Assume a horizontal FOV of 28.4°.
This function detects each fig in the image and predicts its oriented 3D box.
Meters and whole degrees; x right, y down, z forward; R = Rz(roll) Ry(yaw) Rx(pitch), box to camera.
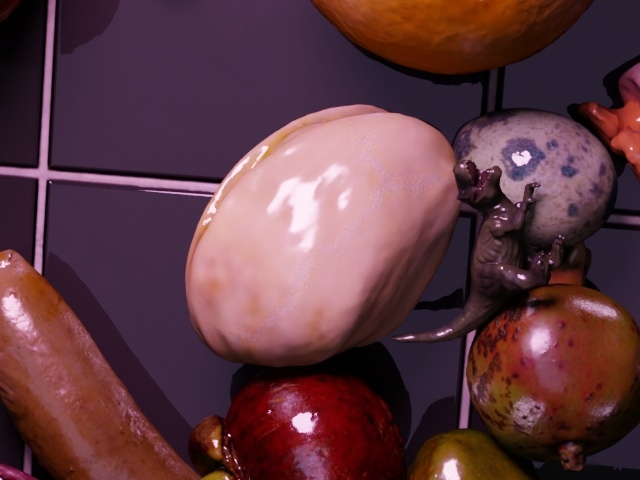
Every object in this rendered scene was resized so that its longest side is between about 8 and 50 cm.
[{"bbox_3d":[0.170,0.308,1.376,0.167,0.167,0.233,-40,129,7],"label":"fig"}]

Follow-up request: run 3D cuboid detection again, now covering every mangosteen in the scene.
[{"bbox_3d":[-0.039,0.242,1.313,0.257,0.215,0.215,-24,93,-10],"label":"mangosteen"}]

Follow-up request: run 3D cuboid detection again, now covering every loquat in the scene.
[{"bbox_3d":[0.130,-0.320,1.230,0.328,0.328,0.329,0,95,4],"label":"loquat"}]

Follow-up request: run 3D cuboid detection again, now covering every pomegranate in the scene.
[{"bbox_3d":[0.262,0.115,1.326,0.198,0.198,0.246,33,71,1],"label":"pomegranate"}]

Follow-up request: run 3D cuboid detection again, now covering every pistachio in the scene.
[{"bbox_3d":[0.000,0.000,1.312,0.321,0.229,0.238,-42,121,-8],"label":"pistachio"}]

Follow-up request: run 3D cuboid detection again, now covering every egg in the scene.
[{"bbox_3d":[0.223,-0.068,1.329,0.181,0.141,0.141,30,97,10],"label":"egg"}]

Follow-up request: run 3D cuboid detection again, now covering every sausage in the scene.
[{"bbox_3d":[-0.235,0.232,1.402,0.136,0.123,0.501,-40,91,5],"label":"sausage"}]

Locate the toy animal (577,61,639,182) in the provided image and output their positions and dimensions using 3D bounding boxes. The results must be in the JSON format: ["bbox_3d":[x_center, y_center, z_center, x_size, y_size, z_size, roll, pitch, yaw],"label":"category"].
[{"bbox_3d":[0.428,-0.160,1.299,0.281,0.195,0.169,-41,131,11],"label":"toy animal"}]

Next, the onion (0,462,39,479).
[{"bbox_3d":[-0.346,0.355,1.426,0.247,0.111,0.250,20,110,-5],"label":"onion"}]

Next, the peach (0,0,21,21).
[{"bbox_3d":[-0.459,-0.385,1.266,0.416,0.339,0.353,15,64,4],"label":"peach"}]

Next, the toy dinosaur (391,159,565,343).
[{"bbox_3d":[0.148,0.006,1.276,0.178,0.087,0.187,-8,103,29],"label":"toy dinosaur"}]
